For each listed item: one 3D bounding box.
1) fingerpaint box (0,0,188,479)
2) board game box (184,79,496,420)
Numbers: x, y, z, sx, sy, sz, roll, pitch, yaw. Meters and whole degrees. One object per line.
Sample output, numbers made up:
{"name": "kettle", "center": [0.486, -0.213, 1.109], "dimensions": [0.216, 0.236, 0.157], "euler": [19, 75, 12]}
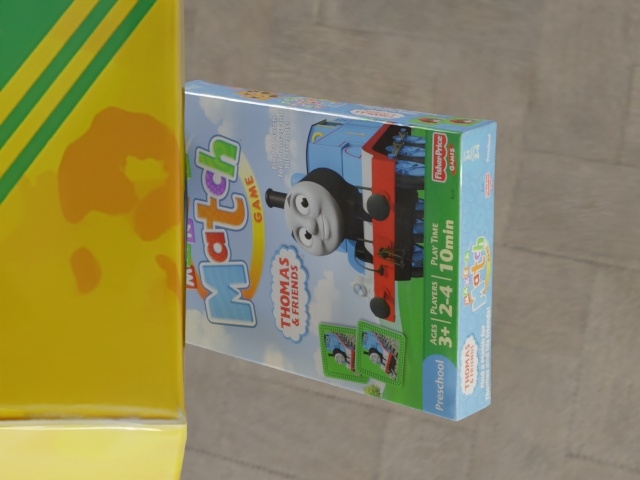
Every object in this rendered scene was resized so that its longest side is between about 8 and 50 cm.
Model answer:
{"name": "fingerpaint box", "center": [-0.148, -0.002, 0.660], "dimensions": [0.163, 0.445, 0.371], "euler": [1, 60, -9]}
{"name": "board game box", "center": [0.000, 0.000, 0.834], "dimensions": [0.212, 0.039, 0.160], "euler": [12, 111, 38]}
